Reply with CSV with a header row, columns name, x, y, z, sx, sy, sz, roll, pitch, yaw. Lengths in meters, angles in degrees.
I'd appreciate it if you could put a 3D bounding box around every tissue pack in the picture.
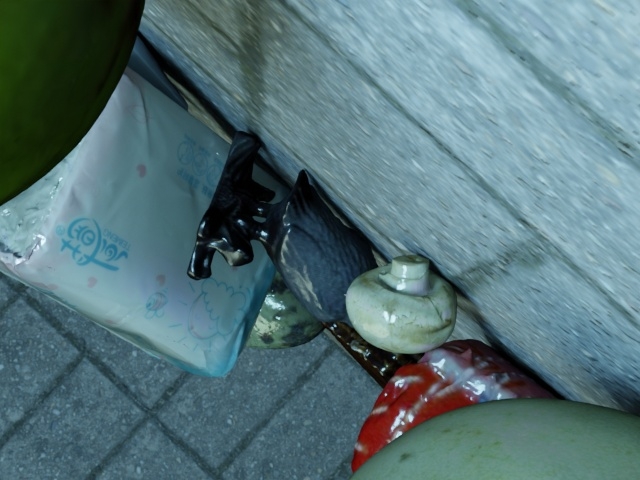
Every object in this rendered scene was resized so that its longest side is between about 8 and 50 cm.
name,x,y,z,sx,sy,sz,roll,pitch,yaw
tissue pack,-0.155,-0.017,1.184,0.124,0.201,0.271,7,160,41

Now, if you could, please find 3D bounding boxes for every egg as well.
name,x,y,z,sx,sy,sz,roll,pitch,yaw
egg,-0.061,0.065,1.650,0.182,0.141,0.141,26,165,39

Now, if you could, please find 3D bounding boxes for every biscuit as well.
name,x,y,z,sx,sy,sz,roll,pitch,yaw
biscuit,0.093,0.131,1.417,0.106,0.070,0.252,40,175,35

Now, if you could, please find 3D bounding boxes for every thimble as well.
name,x,y,z,sx,sy,sz,roll,pitch,yaw
thimble,0.119,0.174,1.060,0.125,0.163,0.189,42,175,30

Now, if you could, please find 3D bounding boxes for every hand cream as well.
name,x,y,z,sx,sy,sz,roll,pitch,yaw
hand cream,-0.190,-0.183,1.142,0.079,0.048,0.255,45,180,33

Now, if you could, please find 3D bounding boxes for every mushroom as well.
name,x,y,z,sx,sy,sz,roll,pitch,yaw
mushroom,0.060,0.044,0.973,0.084,0.067,0.083,3,-162,-1

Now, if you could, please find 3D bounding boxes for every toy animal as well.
name,x,y,z,sx,sy,sz,roll,pitch,yaw
toy animal,0.004,0.000,1.119,0.210,0.121,0.117,27,133,-12

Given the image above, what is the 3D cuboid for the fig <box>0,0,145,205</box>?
name,x,y,z,sx,sy,sz,roll,pitch,yaw
fig,-0.237,-0.112,0.579,0.316,0.316,0.316,42,175,5

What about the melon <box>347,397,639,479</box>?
name,x,y,z,sx,sy,sz,roll,pitch,yaw
melon,0.144,0.221,0.730,0.330,0.268,0.268,10,151,50
